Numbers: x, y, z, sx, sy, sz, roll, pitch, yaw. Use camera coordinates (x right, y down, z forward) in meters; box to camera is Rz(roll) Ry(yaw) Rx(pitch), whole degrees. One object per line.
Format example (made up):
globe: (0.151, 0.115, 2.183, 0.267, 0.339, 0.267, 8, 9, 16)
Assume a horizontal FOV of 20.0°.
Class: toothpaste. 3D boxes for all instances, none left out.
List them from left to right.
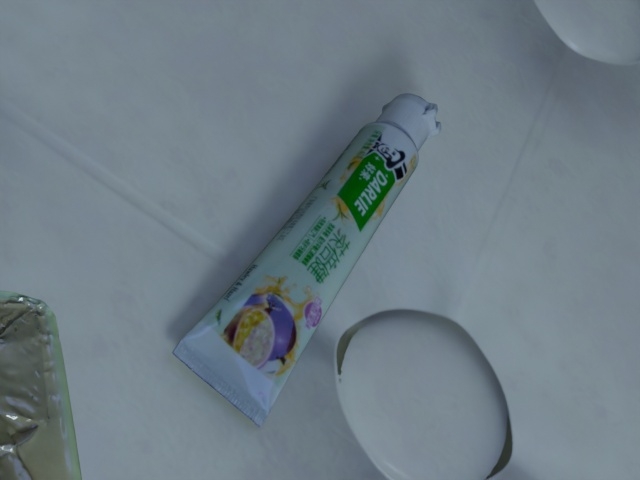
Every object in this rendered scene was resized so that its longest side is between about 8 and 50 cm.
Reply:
toothpaste: (0.000, 0.000, 1.306, 0.058, 0.056, 0.314, 12, 46, 25)

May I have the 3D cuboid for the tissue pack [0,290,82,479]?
tissue pack: (-0.220, 0.146, 0.938, 0.125, 0.234, 0.159, 5, 59, -32)
